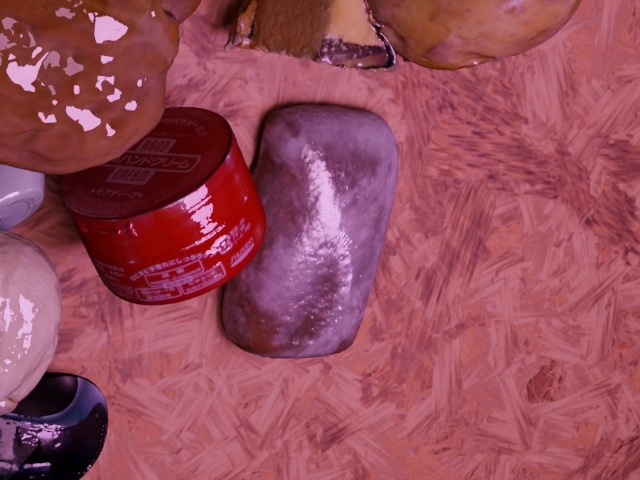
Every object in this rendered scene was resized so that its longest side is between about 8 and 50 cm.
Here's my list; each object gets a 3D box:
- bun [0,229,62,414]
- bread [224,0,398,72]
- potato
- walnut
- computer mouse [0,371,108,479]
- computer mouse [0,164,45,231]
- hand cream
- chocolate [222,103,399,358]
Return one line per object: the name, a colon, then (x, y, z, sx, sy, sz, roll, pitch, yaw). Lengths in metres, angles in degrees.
bun: (-0.353, 0.104, 1.841, 0.259, 0.259, 0.160, -31, 86, -18)
bread: (0.001, -0.231, 1.976, 0.152, 0.147, 0.127, 21, 87, -46)
potato: (0.173, -0.294, 2.016, 0.289, 0.301, 0.237, 17, 128, -6)
walnut: (-0.283, -0.222, 1.677, 0.344, 0.306, 0.306, 14, 104, -33)
computer mouse: (-0.324, 0.220, 2.002, 0.233, 0.096, 0.137, -9, 117, -32)
computer mouse: (-0.396, -0.022, 1.820, 0.288, 0.159, 0.097, -29, 84, -11)
hand cream: (-0.158, -0.036, 1.929, 0.193, 0.193, 0.125, -32, 128, -18)
chocolate: (0.000, 0.000, 2.120, 0.185, 0.100, 0.303, 2, 108, -32)
